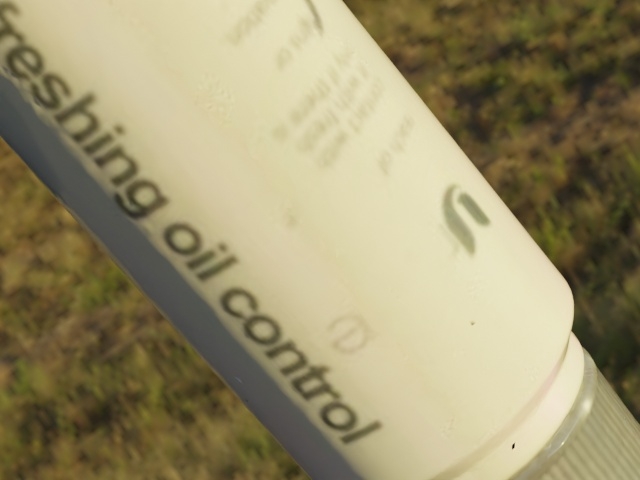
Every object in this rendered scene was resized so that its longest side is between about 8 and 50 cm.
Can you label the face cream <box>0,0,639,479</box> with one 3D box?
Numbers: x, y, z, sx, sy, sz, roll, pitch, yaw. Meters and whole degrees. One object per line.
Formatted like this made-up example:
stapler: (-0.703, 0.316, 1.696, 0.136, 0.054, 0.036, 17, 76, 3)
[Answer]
face cream: (0.000, 0.000, 0.461, 0.092, 0.311, 0.092, -35, 21, 15)
